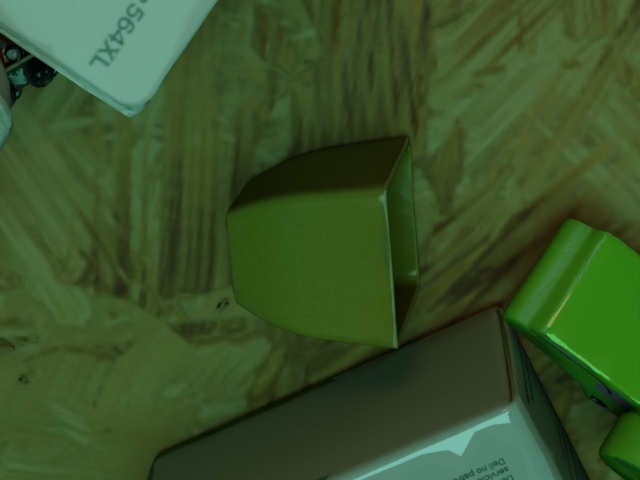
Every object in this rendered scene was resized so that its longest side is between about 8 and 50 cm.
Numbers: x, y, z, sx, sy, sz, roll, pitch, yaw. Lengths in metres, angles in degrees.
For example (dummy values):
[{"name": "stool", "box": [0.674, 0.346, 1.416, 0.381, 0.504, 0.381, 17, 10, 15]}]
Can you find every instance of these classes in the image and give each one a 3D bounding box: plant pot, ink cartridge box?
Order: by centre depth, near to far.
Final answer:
[{"name": "ink cartridge box", "box": [-0.073, -0.139, 0.766, 0.086, 0.203, 0.148, 34, 92, -11]}, {"name": "plant pot", "box": [0.000, 0.000, 0.900, 0.083, 0.081, 0.081, 0, 111, 11]}, {"name": "ink cartridge box", "box": [0.062, 0.214, 0.953, 0.211, 0.121, 0.289, -24, 109, 10]}]

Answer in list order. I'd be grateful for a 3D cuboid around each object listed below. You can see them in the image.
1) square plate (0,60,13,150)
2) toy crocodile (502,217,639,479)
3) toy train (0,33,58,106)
[{"name": "square plate", "box": [-0.286, -0.115, 0.761, 0.344, 0.049, 0.347, 46, 146, -5]}, {"name": "toy crocodile", "box": [0.239, 0.107, 0.929, 0.340, 0.105, 0.115, 32, 80, -10]}, {"name": "toy train", "box": [-0.152, -0.084, 0.895, 0.158, 0.027, 0.036, -29, 104, 10]}]
